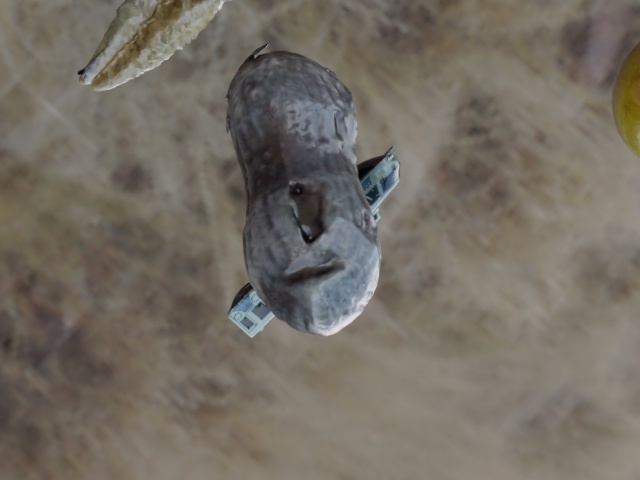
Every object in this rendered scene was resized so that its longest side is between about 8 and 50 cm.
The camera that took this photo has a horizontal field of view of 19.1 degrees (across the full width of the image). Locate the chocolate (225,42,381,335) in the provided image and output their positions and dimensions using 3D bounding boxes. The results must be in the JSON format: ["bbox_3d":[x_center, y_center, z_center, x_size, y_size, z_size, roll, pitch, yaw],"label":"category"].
[{"bbox_3d":[-0.014,-0.039,1.482,0.110,0.248,0.110,-5,155,-2],"label":"chocolate"}]

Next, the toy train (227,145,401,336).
[{"bbox_3d":[0.000,0.000,1.585,0.207,0.047,0.043,-46,-176,27],"label":"toy train"}]

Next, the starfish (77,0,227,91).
[{"bbox_3d":[-0.065,-0.296,1.375,0.432,0.324,0.082,-26,-169,23],"label":"starfish"}]

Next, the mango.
[{"bbox_3d":[0.306,-0.113,1.540,0.195,0.092,0.130,21,89,-50],"label":"mango"}]
